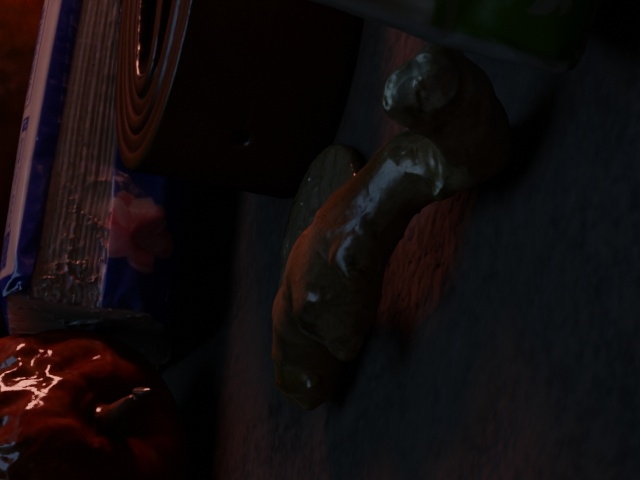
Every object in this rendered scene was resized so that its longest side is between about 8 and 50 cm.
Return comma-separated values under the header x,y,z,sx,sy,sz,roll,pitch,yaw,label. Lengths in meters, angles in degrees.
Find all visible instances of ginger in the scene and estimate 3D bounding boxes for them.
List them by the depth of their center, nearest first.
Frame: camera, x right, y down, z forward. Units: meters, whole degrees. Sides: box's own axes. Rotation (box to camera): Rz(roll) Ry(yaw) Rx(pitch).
x,y,z,sx,sy,sz,roll,pitch,yaw,label
0.024,0.002,0.850,0.288,0.075,0.089,123,159,-54,ginger

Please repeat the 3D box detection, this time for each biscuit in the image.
x,y,z,sx,sy,sz,roll,pitch,yaw,label
0.000,0.000,1.002,0.120,0.015,0.120,-168,90,-71,biscuit

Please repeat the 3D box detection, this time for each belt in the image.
x,y,z,sx,sy,sz,roll,pitch,yaw,label
-0.057,-0.197,1.120,0.217,0.122,0.338,136,141,-61,belt

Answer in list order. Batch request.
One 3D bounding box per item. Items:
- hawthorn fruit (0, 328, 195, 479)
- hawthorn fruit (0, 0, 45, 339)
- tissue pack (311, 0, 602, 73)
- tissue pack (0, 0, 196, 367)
x,y,z,sx,sy,sz,roll,pitch,yaw,label
-0.170,0.144,1.144,0.243,0.207,0.207,-40,40,42,hawthorn fruit
-0.351,-0.044,1.518,0.403,0.403,0.403,-168,90,-71,hawthorn fruit
0.050,-0.319,0.759,0.332,0.205,0.405,-120,46,-68,tissue pack
-0.155,-0.049,1.269,0.209,0.137,0.269,104,173,-70,tissue pack
